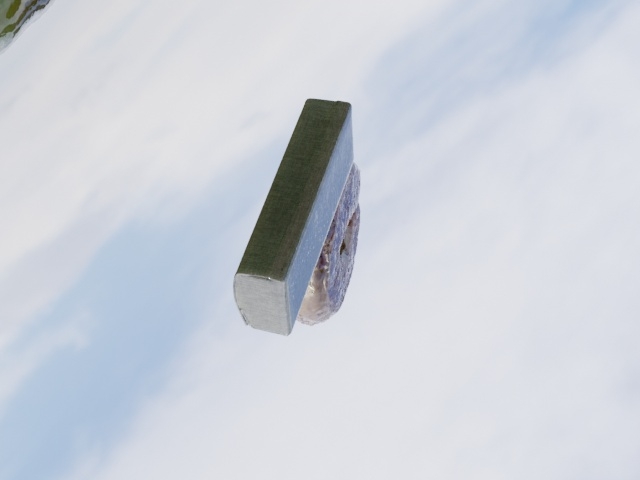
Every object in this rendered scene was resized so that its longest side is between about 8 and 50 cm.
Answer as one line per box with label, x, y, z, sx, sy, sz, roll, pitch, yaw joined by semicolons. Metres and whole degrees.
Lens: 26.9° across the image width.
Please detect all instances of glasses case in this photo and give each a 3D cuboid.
glasses case;-0.019;-0.024;1.094;0.047;0.071;0.205;9;-130;12

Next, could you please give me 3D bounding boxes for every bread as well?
bread;0.000;0.000;1.451;0.064;0.193;0.193;11;-134;14

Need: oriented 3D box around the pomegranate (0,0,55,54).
pomegranate;-0.223;-0.189;0.813;0.152;0.131;0.191;-52;179;-32
